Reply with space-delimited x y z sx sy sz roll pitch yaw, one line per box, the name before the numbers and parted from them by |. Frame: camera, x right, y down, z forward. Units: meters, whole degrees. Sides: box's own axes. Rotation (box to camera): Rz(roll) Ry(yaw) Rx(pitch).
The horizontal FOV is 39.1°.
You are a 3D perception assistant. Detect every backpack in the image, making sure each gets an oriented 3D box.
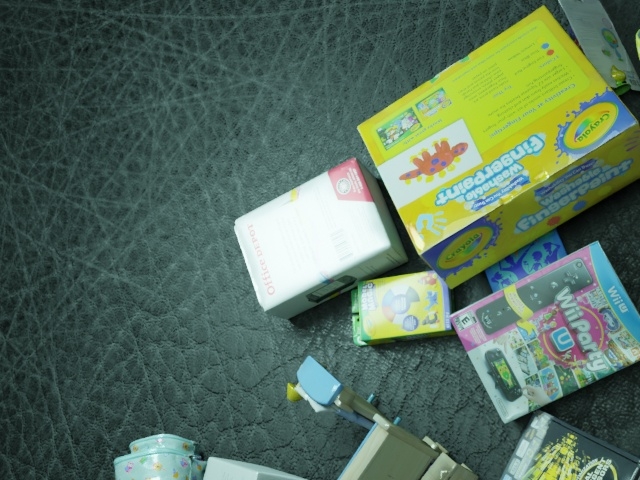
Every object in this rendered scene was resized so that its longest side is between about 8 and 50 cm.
backpack | -0.335 0.482 1.871 0.165 0.188 0.144 -17 68 20

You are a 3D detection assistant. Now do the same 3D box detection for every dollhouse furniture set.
dollhouse furniture set | 0.074 0.404 1.704 0.198 0.286 0.303 -55 32 -1

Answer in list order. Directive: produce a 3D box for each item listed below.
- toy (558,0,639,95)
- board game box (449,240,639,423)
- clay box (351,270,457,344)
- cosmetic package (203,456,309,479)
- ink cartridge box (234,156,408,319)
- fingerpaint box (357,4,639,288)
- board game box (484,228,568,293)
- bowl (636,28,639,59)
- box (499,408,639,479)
toy | 0.543 -0.386 1.798 0.056 0.136 0.237 -48 52 44
board game box | 0.424 0.166 1.652 0.303 0.097 0.224 -29 80 14
clay box | 0.161 0.138 1.830 0.222 0.053 0.128 -10 70 21
cosmetic package | -0.129 0.519 1.752 0.183 0.151 0.152 -4 70 54
ink cartridge box | 0.000 0.000 1.903 0.306 0.131 0.226 -27 65 16
fingerpaint box | 0.345 -0.181 1.748 0.444 0.163 0.371 -33 49 12
board game box | 0.390 0.011 1.769 0.160 0.047 0.210 -25 64 16
bowl | 0.724 -0.309 1.638 0.289 0.289 0.156 5 119 26
box | 0.380 0.506 1.489 0.097 0.318 0.395 29 87 -14
